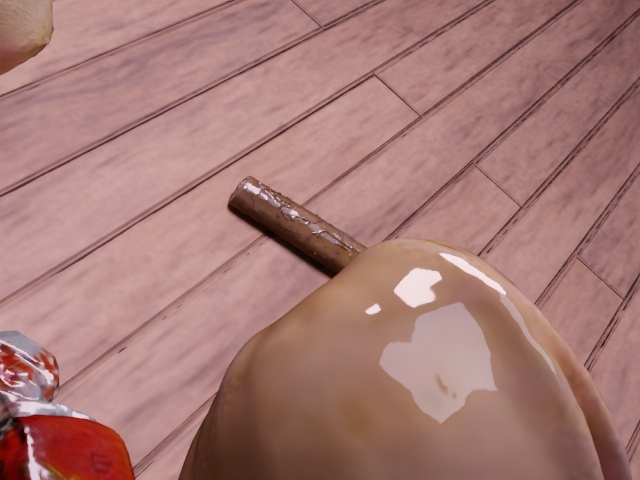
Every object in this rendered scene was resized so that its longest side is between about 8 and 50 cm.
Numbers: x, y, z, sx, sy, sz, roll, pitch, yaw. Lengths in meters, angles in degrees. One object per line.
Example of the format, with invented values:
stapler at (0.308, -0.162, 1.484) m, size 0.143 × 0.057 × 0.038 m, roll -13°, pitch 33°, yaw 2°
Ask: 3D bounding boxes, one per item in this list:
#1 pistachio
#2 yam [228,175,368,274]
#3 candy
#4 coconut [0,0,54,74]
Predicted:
pistachio at (0.045, 0.148, 0.687) m, size 0.230 × 0.230 × 0.308 m, roll -25°, pitch 109°, yaw -56°
yam at (0.000, 0.000, 1.044) m, size 0.145 × 0.032 × 0.032 m, roll 32°, pitch 32°, yaw -10°
candy at (-0.120, 0.159, 0.685) m, size 0.086 × 0.059 × 0.292 m, roll 17°, pitch 39°, yaw -38°
coconut at (-0.246, -0.166, 0.863) m, size 0.183 × 0.171 × 0.171 m, roll 20°, pitch 35°, yaw -16°
